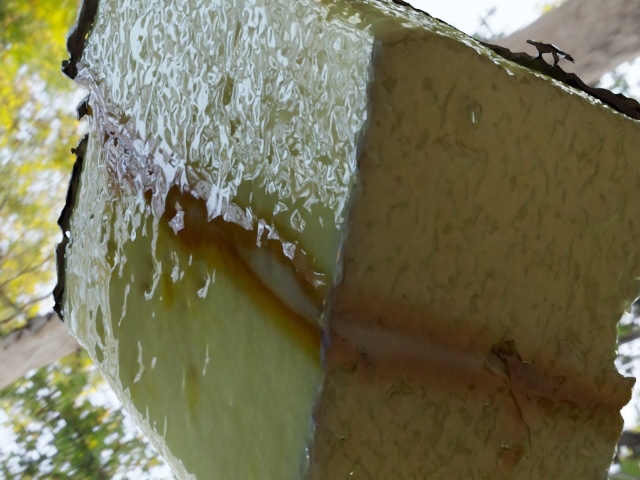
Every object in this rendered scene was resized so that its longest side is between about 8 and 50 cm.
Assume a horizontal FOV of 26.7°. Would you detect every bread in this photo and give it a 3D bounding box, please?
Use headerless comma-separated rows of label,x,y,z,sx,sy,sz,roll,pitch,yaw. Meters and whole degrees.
bread,0.000,0.000,0.842,0.242,0.405,0.345,11,-76,-38
